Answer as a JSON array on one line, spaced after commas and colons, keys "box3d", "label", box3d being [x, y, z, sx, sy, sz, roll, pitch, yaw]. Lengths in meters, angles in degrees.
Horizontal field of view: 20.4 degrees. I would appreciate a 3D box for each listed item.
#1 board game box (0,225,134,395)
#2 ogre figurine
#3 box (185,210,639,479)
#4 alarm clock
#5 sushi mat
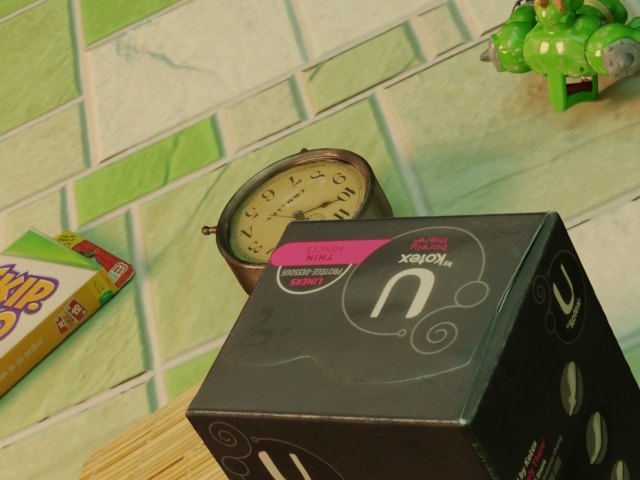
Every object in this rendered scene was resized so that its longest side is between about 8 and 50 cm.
[{"box3d": [-0.278, 0.082, 1.443, 0.259, 0.039, 0.124, -41, 37, -20], "label": "board game box"}, {"box3d": [0.210, -0.158, 1.350, 0.197, 0.097, 0.118, 27, 44, 33], "label": "ogre figurine"}, {"box3d": [0.077, 0.127, 0.932, 0.165, 0.270, 0.143, -1, 44, 33], "label": "box"}, {"box3d": [0.000, 0.000, 1.320, 0.129, 0.064, 0.192, -38, 34, -12], "label": "alarm clock"}, {"box3d": [-0.075, 0.134, 1.140, 0.316, 0.019, 0.151, -36, 28, 38], "label": "sushi mat"}]
